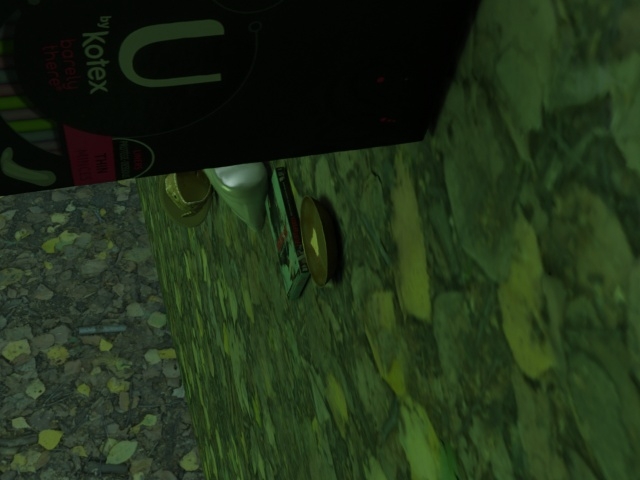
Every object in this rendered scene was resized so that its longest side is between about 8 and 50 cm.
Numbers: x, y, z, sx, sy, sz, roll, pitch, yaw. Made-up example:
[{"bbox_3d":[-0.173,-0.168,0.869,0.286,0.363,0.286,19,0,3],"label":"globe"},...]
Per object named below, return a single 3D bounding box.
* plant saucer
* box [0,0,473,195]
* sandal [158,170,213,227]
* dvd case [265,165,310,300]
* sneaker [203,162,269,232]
[{"bbox_3d":[0.000,0.000,0.745,0.083,0.015,0.083,171,90,-76],"label":"plant saucer"},{"bbox_3d":[-0.072,-0.136,0.426,0.165,0.270,0.143,103,153,-56],"label":"box"},{"bbox_3d":[-0.213,-0.092,1.346,0.079,0.088,0.240,-107,20,-48],"label":"sandal"},{"bbox_3d":[-0.036,-0.006,0.880,0.087,0.013,0.119,116,141,-66],"label":"dvd case"},{"bbox_3d":[-0.114,-0.094,1.014,0.094,0.080,0.212,79,170,-47],"label":"sneaker"}]
